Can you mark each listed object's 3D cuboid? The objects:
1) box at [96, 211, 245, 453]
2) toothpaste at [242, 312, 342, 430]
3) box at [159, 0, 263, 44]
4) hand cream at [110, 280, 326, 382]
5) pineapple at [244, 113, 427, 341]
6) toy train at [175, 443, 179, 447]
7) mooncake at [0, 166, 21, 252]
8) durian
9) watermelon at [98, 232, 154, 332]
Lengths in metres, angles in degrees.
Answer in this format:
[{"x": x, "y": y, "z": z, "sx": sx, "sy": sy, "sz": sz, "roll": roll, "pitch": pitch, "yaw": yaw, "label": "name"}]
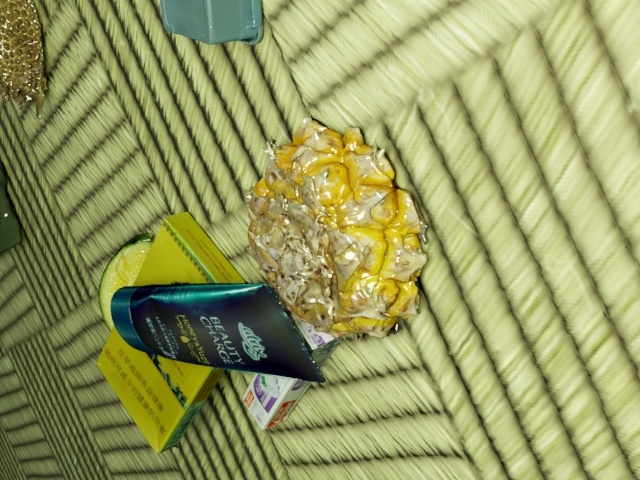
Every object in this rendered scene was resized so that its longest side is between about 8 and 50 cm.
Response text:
[{"x": -0.177, "y": 0.116, "z": 1.024, "sx": 0.153, "sy": 0.041, "sz": 0.279, "roll": 50, "pitch": 128, "yaw": 22, "label": "box"}, {"x": -0.034, "y": 0.136, "z": 0.902, "sx": 0.047, "sy": 0.040, "sz": 0.196, "roll": 54, "pitch": 144, "yaw": 21, "label": "toothpaste"}, {"x": -0.101, "y": -0.212, "z": 0.767, "sx": 0.099, "sy": 0.054, "sz": 0.074, "roll": 26, "pitch": 132, "yaw": 42, "label": "box"}, {"x": -0.113, "y": 0.086, "z": 0.881, "sx": 0.270, "sy": 0.061, "sz": 0.120, "roll": -2, "pitch": 124, "yaw": 44, "label": "hand cream"}, {"x": 0.000, "y": 0.000, "z": 0.745, "sx": 0.225, "sy": 0.076, "sz": 0.225, "roll": 28, "pitch": 129, "yaw": 40, "label": "pineapple"}, {"x": -0.231, "y": 0.269, "z": 1.264, "sx": 0.017, "sy": 0.017, "sz": 0.083, "roll": -24, "pitch": 91, "yaw": 57, "label": "toy train"}, {"x": -0.573, "y": -0.056, "z": 1.449, "sx": 0.168, "sy": 0.104, "sz": 0.175, "roll": 49, "pitch": 140, "yaw": 28, "label": "mooncake"}, {"x": -0.418, "y": -0.244, "z": 1.138, "sx": 0.148, "sy": 0.091, "sz": 0.188, "roll": -19, "pitch": 97, "yaw": 56, "label": "durian"}, {"x": -0.238, "y": 0.069, "z": 1.140, "sx": 0.092, "sy": 0.075, "sz": 0.181, "roll": -6, "pitch": 114, "yaw": 7, "label": "watermelon"}]
